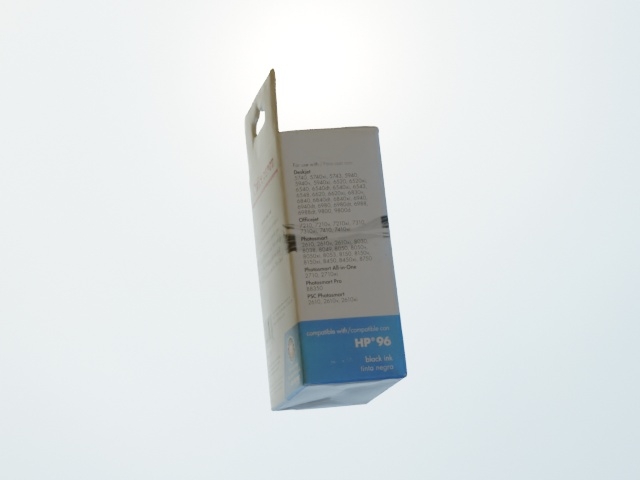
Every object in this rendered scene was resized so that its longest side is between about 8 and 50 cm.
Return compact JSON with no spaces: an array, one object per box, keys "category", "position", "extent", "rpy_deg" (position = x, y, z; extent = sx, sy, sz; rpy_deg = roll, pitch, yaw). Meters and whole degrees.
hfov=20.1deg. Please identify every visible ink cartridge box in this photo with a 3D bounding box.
[{"category":"ink cartridge box","position":[0.000,0.000,0.476],"extent":[0.048,0.028,0.083],"rpy_deg":[133,-47,-72]}]
